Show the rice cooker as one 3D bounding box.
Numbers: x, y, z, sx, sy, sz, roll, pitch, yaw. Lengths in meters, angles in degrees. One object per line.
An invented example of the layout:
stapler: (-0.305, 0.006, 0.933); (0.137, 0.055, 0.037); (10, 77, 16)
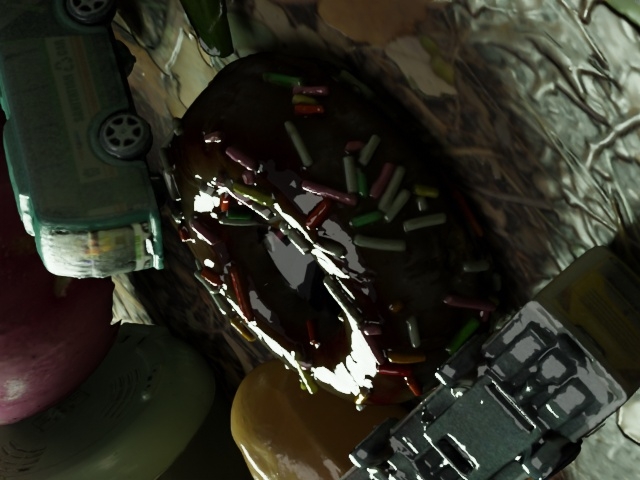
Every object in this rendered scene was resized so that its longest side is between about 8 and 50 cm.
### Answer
rice cooker: (-0.179, 0.250, 1.759); (0.288, 0.288, 0.277); (18, 142, 53)

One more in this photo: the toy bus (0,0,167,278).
toy bus: (-0.173, -0.096, 1.353); (0.091, 0.109, 0.261); (90, 164, -57)

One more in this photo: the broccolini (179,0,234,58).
broccolini: (-0.089, -0.200, 1.200); (0.091, 0.068, 0.202); (8, 150, 19)

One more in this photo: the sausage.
sausage: (0.031, 0.180, 1.447); (0.241, 0.120, 0.136); (45, 145, 17)

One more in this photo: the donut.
donut: (0.000, 0.000, 1.259); (0.270, 0.103, 0.270); (42, 154, 25)

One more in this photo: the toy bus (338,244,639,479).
toy bus: (0.105, 0.104, 1.146); (0.092, 0.106, 0.268); (47, 142, 6)

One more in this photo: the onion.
onion: (-0.344, -0.014, 1.646); (0.358, 0.345, 0.358); (179, 90, -74)
